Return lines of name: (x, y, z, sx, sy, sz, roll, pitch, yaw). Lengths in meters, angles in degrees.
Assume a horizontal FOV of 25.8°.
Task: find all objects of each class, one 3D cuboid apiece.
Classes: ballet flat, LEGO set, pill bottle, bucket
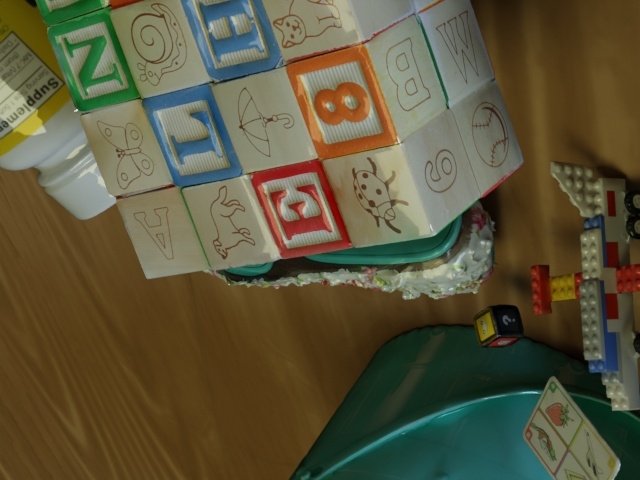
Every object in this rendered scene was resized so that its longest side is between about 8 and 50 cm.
ballet flat: (0.000, 0.000, 0.860, 0.241, 0.091, 0.077, 10, 163, 33)
LEGO set: (0.153, 0.081, 0.742, 0.060, 0.244, 0.182, 2, 125, -29)
pill bottle: (-0.180, -0.117, 0.810, 0.208, 0.119, 0.119, 45, 143, -21)
bucket: (0.104, 0.202, 0.940, 0.281, 0.183, 0.281, 20, 144, 15)

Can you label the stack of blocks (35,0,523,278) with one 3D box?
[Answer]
stack of blocks: (-0.045, -0.141, 0.616, 0.171, 0.087, 0.297, -8, 108, 39)
